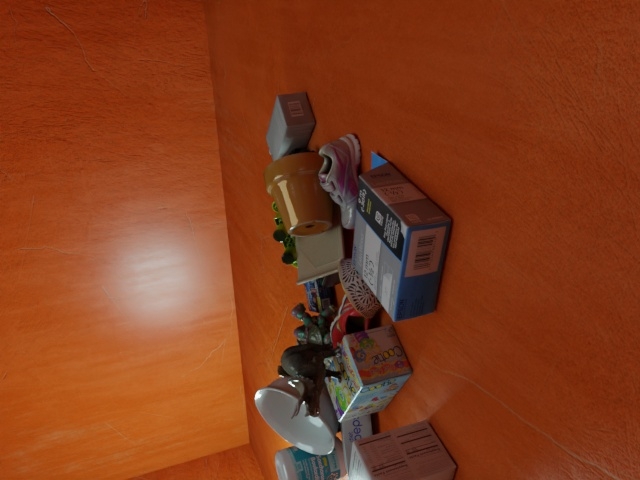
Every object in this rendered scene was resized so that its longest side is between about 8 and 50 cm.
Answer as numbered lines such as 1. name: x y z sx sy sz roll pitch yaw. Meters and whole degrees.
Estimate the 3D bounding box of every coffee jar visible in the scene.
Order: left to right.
1. coffee jar: 0.011 0.046 1.841 0.096 0.079 0.184 109 146 -48

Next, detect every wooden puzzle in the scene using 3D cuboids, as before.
1. wooden puzzle: 0.000 0.000 1.762 0.221 0.044 0.238 -22 63 49

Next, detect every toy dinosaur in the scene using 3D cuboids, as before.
1. toy dinosaur: -0.040 0.321 1.579 0.313 0.161 0.120 -127 35 -57

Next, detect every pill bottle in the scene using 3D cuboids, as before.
1. pill bottle: -0.008 0.737 1.983 0.146 0.264 0.146 168 90 -71

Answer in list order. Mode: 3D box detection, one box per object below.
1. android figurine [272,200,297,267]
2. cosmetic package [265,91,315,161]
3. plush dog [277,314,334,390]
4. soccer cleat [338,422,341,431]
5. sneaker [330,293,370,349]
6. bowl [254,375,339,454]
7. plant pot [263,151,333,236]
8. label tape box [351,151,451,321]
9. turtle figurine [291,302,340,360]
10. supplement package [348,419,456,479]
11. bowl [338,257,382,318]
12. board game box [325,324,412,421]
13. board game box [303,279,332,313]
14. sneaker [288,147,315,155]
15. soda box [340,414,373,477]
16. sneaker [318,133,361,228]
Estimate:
1. android figurine: -0.088 -0.042 1.923 0.272 0.056 0.248 -71 -34 -57
2. cosmetic package: -0.101 -0.354 1.917 0.238 0.107 0.127 117 138 -65
3. plush dog: -0.031 0.376 2.021 0.262 0.211 0.225 105 175 -48
4. soccer cleat: 0.023 0.617 2.087 0.318 0.109 0.116 133 134 -67
5. sneaker: 0.082 0.256 1.659 0.118 0.108 0.279 -84 0 -49
6. bowl: -0.051 0.529 1.887 0.298 0.134 0.297 23 137 23
7. plant pot: -0.045 -0.118 1.669 0.205 0.205 0.187 128 134 -65
8. label tape box: 0.148 -0.020 1.370 0.347 0.115 0.249 -127 33 -49
9. turtle figurine: 0.001 0.282 1.844 0.234 0.118 0.175 18 101 49
10. supplement package: 0.188 0.598 1.445 0.145 0.204 0.261 -123 29 -49
11. bowl: 0.124 0.105 1.507 0.080 0.170 0.170 -30 65 23
12. board game box: 0.120 0.362 1.604 0.275 0.144 0.142 108 147 -53
13. board game box: -0.016 0.140 1.997 0.194 0.060 0.194 174 85 -72
14. sneaker: -0.073 -0.233 1.938 0.283 0.107 0.124 180 92 -65
15. soda box: 0.106 0.565 1.801 0.098 0.091 0.286 -112 15 -78
16. sneaker: 0.048 -0.151 1.579 0.103 0.111 0.252 -170 70 -69
